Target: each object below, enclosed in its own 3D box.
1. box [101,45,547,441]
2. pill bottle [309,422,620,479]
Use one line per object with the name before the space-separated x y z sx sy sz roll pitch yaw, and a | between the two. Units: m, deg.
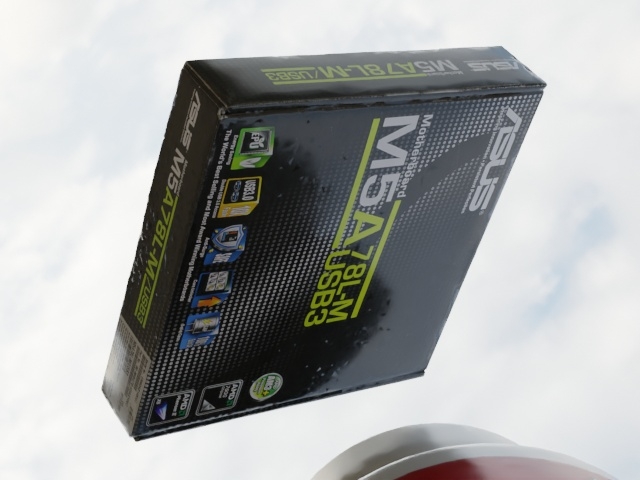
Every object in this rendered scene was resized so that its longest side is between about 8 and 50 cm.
box | 0.000 0.000 0.652 0.045 0.184 0.190 51 -46 39
pill bottle | 0.082 0.218 0.534 0.229 0.229 0.407 -52 -167 5
